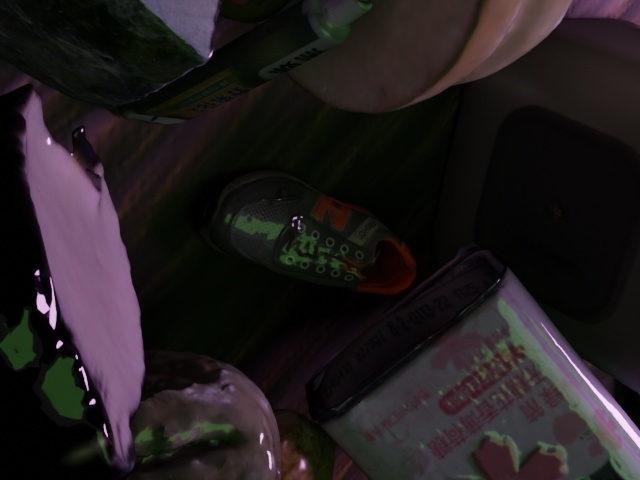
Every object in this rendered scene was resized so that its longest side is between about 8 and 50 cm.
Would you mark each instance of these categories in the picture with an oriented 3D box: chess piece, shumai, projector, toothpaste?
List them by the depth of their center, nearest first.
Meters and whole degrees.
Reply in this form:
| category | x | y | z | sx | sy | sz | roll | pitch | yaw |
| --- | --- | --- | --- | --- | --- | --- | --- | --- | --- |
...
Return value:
| category | x | y | z | sx | sy | sz | roll | pitch | yaw |
| --- | --- | --- | --- | --- | --- | --- | --- | --- | --- |
| shumai | -0.140 | 0.191 | 0.636 | 0.260 | 0.222 | 0.225 | -25 | 94 | 5 |
| toothpaste | -0.045 | -0.106 | 0.641 | 0.049 | 0.204 | 0.032 | 4 | 74 | -44 |
| chess piece | 0.172 | -0.252 | 0.722 | 0.442 | 0.234 | 0.234 | -25 | 128 | -34 |
| projector | 0.278 | -0.037 | 0.913 | 0.248 | 0.249 | 0.248 | -9 | 120 | -39 |

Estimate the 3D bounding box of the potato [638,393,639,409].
| category | x | y | z | sx | sy | sz | roll | pitch | yaw |
| --- | --- | --- | --- | --- | --- | --- | --- | --- | --- |
| potato | 0.478 | 0.101 | 1.295 | 0.264 | 0.211 | 0.189 | -47 | -169 | 38 |

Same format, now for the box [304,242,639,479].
| category | x | y | z | sx | sy | sz | roll | pitch | yaw |
| --- | --- | --- | --- | --- | --- | --- | --- | --- | --- |
| box | 0.168 | 0.192 | 0.853 | 0.190 | 0.112 | 0.370 | -38 | 103 | 4 |

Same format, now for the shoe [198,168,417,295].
| category | x | y | z | sx | sy | sz | roll | pitch | yaw |
| --- | --- | --- | --- | --- | --- | --- | --- | --- | --- |
| shoe | -0.001 | 0.000 | 0.806 | 0.194 | 0.077 | 0.074 | 14 | 104 | -46 |

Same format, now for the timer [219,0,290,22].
| category | x | y | z | sx | sy | sz | roll | pitch | yaw |
| --- | --- | --- | --- | --- | --- | --- | --- | --- | --- |
| timer | -0.052 | -0.196 | 0.595 | 0.047 | 0.128 | 0.140 | -51 | -179 | -38 |

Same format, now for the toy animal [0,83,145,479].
| category | x | y | z | sx | sy | sz | roll | pitch | yaw |
| --- | --- | --- | --- | --- | --- | --- | --- | --- | --- |
| toy animal | -0.228 | 0.036 | 0.532 | 0.266 | 0.213 | 0.213 | -9 | 127 | 4 |

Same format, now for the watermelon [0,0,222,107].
| category | x | y | z | sx | sy | sz | roll | pitch | yaw |
| --- | --- | --- | --- | --- | --- | --- | --- | --- | --- |
| watermelon | -0.123 | -0.214 | 0.452 | 0.213 | 0.320 | 0.290 | -34 | 106 | 2 |

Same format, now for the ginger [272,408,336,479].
| category | x | y | z | sx | sy | sz | roll | pitch | yaw |
| --- | --- | --- | --- | --- | --- | --- | --- | --- | --- |
| ginger | -0.102 | 0.300 | 0.814 | 0.236 | 0.166 | 0.376 | 11 | 84 | -45 |
